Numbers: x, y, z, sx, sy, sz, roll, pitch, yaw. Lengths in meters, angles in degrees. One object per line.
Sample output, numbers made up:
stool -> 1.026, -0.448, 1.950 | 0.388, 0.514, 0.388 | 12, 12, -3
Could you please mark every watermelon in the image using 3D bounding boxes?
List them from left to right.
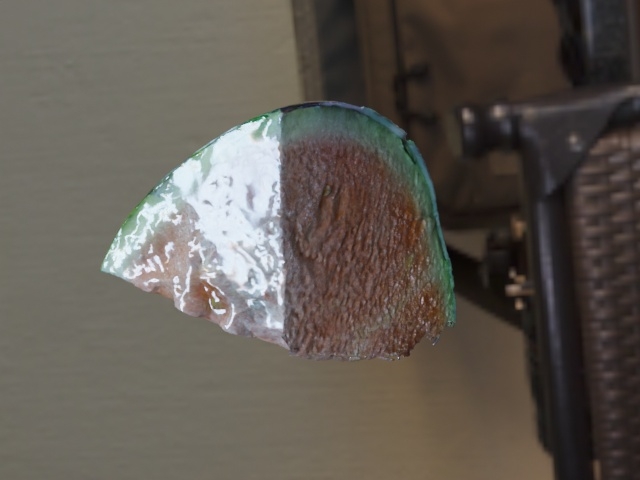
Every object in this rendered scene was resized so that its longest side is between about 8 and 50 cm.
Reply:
watermelon -> -0.005, -0.021, 0.891 | 0.231, 0.128, 0.146 | 5, -67, -47
